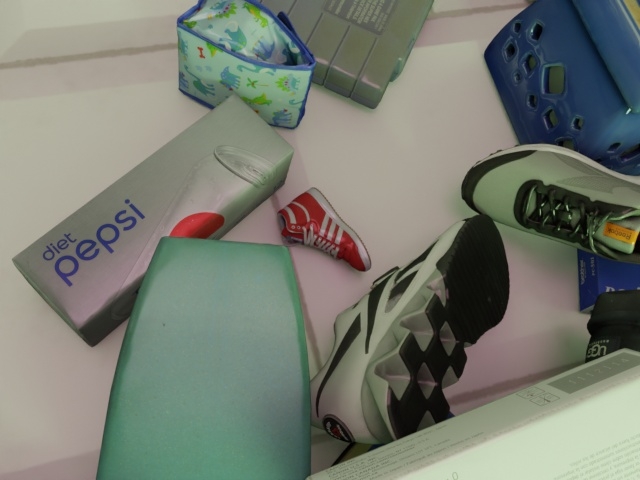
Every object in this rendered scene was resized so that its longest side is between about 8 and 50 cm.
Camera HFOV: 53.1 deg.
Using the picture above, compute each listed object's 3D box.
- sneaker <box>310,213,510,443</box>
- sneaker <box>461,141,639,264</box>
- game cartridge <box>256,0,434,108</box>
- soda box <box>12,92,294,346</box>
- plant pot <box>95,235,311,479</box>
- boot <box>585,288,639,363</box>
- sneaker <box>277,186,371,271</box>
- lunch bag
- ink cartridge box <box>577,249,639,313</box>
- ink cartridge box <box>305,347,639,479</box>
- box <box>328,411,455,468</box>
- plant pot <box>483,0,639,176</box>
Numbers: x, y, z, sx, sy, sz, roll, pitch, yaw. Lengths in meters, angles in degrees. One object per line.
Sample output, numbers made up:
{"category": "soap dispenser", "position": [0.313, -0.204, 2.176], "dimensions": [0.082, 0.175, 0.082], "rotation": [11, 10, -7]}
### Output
{"category": "sneaker", "position": [0.091, 0.075, 0.668], "dimensions": [0.330, 0.146, 0.122], "rotation": [-41, 112, -44]}
{"category": "sneaker", "position": [0.289, -0.036, 0.701], "dimensions": [0.272, 0.100, 0.108], "rotation": [14, 30, 16]}
{"category": "game cartridge", "position": [0.043, -0.357, 0.855], "dimensions": [0.230, 0.068, 0.355], "rotation": [27, 67, -4]}
{"category": "soda box", "position": [-0.162, -0.025, 0.672], "dimensions": [0.098, 0.091, 0.286], "rotation": [45, 69, 7]}
{"category": "plant pot", "position": [-0.093, 0.118, 0.557], "dimensions": [0.166, 0.166, 0.234], "rotation": [4, 86, -9]}
{"category": "boot", "position": [0.355, 0.323, 0.606], "dimensions": [0.367, 0.146, 0.445], "rotation": [28, 68, -3]}
{"category": "sneaker", "position": [0.000, 0.000, 0.719], "dimensions": [0.067, 0.042, 0.118], "rotation": [-32, 70, -24]}
{"category": "lunch bag", "position": [-0.080, -0.200, 0.733], "dimensions": [0.151, 0.129, 0.096], "rotation": [30, 68, 3]}
{"category": "ink cartridge box", "position": [0.418, 0.052, 0.774], "dimensions": [0.207, 0.046, 0.097], "rotation": [10, 67, -6]}
{"category": "ink cartridge box", "position": [0.166, 0.257, 0.493], "dimensions": [0.296, 0.066, 0.261], "rotation": [-18, 94, -11]}
{"category": "box", "position": [0.131, 0.265, 0.648], "dimensions": [0.225, 0.036, 0.136], "rotation": [43, 68, 6]}
{"category": "plant pot", "position": [0.376, -0.216, 0.779], "dimensions": [0.236, 0.212, 0.235], "rotation": [-13, 72, -16]}
